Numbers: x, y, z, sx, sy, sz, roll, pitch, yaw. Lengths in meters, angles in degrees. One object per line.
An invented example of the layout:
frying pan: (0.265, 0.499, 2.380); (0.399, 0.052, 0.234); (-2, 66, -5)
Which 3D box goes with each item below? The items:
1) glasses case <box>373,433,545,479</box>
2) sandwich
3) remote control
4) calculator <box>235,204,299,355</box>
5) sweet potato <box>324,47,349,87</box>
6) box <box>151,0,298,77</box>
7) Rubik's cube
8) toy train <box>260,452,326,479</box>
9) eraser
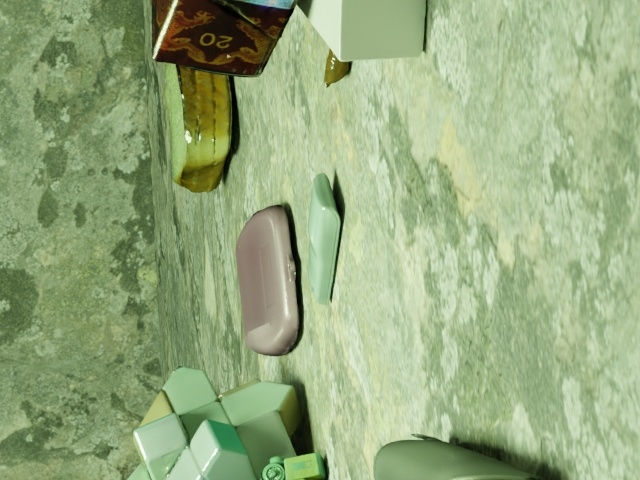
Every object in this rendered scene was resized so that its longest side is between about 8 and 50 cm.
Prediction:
glasses case: (0.104, 0.226, 1.310); (0.308, 0.083, 0.128); (168, 98, -79)
sandwich: (-0.188, -0.204, 2.567); (0.251, 0.087, 0.226); (120, 146, -75)
remote control: (0.000, 0.000, 1.867); (0.162, 0.029, 0.061); (97, 165, -46)
calculator: (-0.071, 0.056, 2.204); (0.294, 0.043, 0.194); (141, 124, -75)
sweet potato: (0.021, -0.195, 1.704); (0.115, 0.026, 0.026); (105, 158, -48)
box: (-0.049, -0.370, 1.481); (0.415, 0.116, 0.264); (123, 149, -50)
Rubik's cube: (-0.143, 0.279, 2.135); (0.224, 0.265, 0.213); (-112, 5, -50)
toy train: (-0.029, 0.312, 2.001); (0.050, 0.081, 0.122); (69, -170, -62)
eraser: (0.020, -0.246, 1.545); (0.298, 0.078, 0.076); (-119, 28, -64)
